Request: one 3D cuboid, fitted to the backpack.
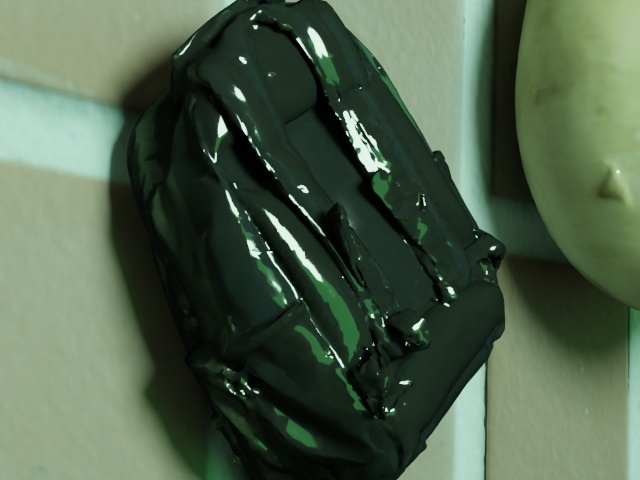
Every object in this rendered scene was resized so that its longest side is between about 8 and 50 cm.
[{"bbox_3d":[0.000,0.000,0.736,0.206,0.133,0.258,-42,111,-45],"label":"backpack"}]

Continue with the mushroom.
[{"bbox_3d":[0.299,-0.109,0.921,0.314,0.336,0.314,21,63,-49],"label":"mushroom"}]
